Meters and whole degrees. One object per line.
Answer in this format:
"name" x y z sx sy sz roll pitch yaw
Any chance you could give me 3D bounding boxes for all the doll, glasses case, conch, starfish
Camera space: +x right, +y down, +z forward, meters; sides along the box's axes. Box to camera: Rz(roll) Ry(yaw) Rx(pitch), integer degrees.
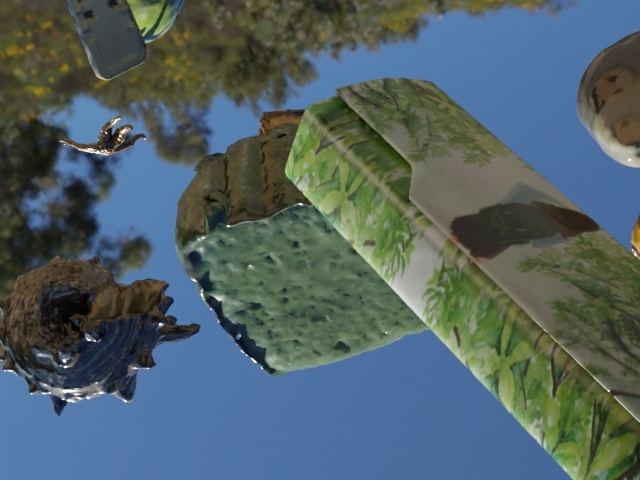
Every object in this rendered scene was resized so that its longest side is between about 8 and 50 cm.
"doll" 0.490 -0.172 1.335 0.378 0.252 0.382 -46 -168 30
"glasses case" 0.097 0.015 0.573 0.095 0.062 0.272 -8 -139 -38
"conch" -0.342 0.126 1.770 0.313 0.186 0.240 -5 -123 25
"starfish" -0.344 -0.151 1.869 0.130 0.041 0.133 -10 165 1

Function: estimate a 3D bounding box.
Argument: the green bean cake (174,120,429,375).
"green bean cake" 0.000 0.000 1.028 0.227 0.222 0.125 -24 -139 9

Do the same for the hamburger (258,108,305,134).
"hamburger" 0.041 -0.097 1.529 0.262 0.130 0.124 -4 156 -22

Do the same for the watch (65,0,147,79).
"watch" -0.132 -0.234 0.799 0.165 0.268 0.102 10 -141 40

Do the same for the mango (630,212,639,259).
"mango" 0.414 -0.026 1.087 0.287 0.201 0.152 -47 -135 51

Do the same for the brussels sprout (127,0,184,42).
"brussels sprout" -0.289 -0.459 1.794 0.243 0.273 0.316 -1 -134 -10
